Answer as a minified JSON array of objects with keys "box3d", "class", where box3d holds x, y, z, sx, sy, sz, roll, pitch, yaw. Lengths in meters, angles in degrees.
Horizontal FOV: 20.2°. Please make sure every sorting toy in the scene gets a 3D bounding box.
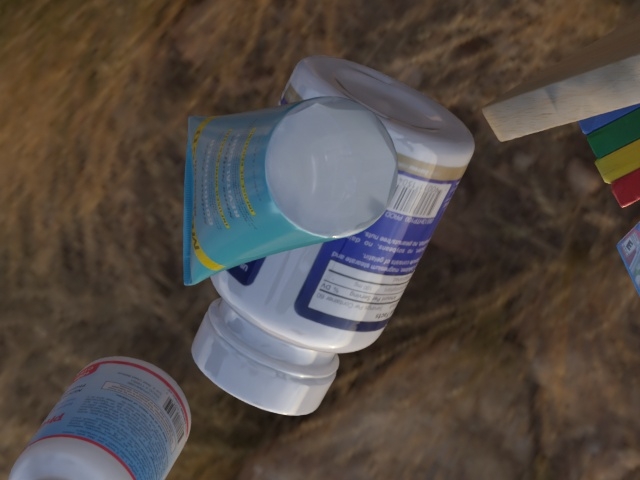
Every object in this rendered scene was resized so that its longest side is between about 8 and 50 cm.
[{"box3d":[0.250,-0.106,0.953,0.089,0.255,0.257,61,166,-5],"class":"sorting toy"}]

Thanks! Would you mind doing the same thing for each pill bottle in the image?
[{"box3d":[-0.146,0.147,1.146,0.087,0.160,0.087,6,117,13],"class":"pill bottle"},{"box3d":[0.000,0.000,1.024,0.112,0.112,0.186,29,109,6],"class":"pill bottle"}]

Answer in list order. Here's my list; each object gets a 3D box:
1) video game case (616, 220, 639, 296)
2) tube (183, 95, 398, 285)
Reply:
[{"box3d":[0.324,0.003,1.517,0.015,0.119,0.166,3,142,-34],"class":"video game case"},{"box3d":[-0.028,-0.023,0.755,0.052,0.080,0.207,7,175,-18],"class":"tube"}]
